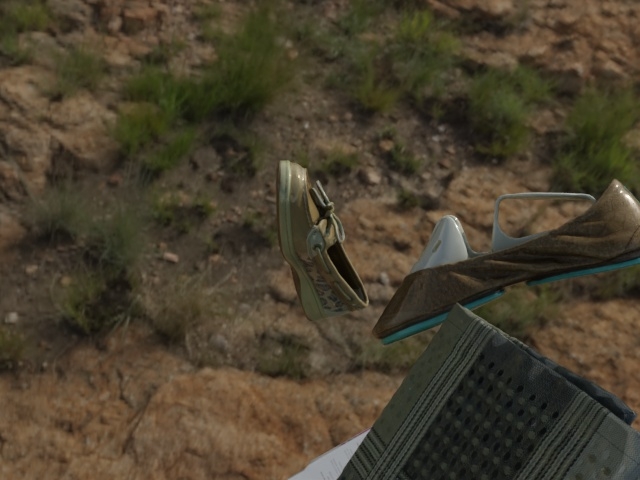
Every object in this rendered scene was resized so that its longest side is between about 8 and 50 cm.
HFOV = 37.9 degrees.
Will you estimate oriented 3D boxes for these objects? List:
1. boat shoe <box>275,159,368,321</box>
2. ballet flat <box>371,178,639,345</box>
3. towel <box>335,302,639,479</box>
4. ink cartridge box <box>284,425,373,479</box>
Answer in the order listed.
[{"bbox_3d":[0.000,0.000,1.239,0.089,0.285,0.104,-6,51,9],"label":"boat shoe"},{"bbox_3d":[0.208,0.014,1.078,0.342,0.116,0.124,-20,84,11],"label":"ballet flat"},{"bbox_3d":[0.114,0.235,0.775,0.056,0.324,0.312,31,4,-24],"label":"towel"},{"bbox_3d":[0.115,0.381,1.486,0.371,0.069,0.175,-24,82,-25],"label":"ink cartridge box"}]
